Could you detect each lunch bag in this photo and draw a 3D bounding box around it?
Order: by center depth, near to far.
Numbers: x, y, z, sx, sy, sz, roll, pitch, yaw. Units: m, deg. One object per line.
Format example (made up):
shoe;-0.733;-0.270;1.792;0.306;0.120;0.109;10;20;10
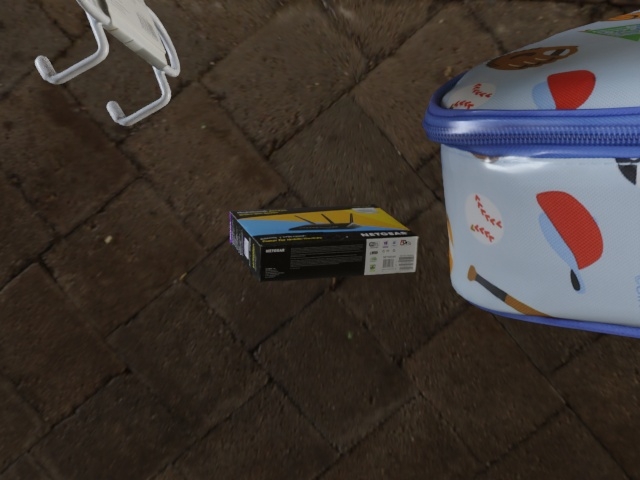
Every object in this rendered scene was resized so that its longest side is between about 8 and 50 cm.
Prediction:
lunch bag;0.211;-0.056;0.437;0.243;0.303;0.115;2;113;42

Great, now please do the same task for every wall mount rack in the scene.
wall mount rack;-0.325;-0.322;1.285;0.130;0.350;0.304;-26;77;9

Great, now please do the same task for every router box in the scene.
router box;0.000;0.000;1.068;0.179;0.133;0.046;-3;108;-19
